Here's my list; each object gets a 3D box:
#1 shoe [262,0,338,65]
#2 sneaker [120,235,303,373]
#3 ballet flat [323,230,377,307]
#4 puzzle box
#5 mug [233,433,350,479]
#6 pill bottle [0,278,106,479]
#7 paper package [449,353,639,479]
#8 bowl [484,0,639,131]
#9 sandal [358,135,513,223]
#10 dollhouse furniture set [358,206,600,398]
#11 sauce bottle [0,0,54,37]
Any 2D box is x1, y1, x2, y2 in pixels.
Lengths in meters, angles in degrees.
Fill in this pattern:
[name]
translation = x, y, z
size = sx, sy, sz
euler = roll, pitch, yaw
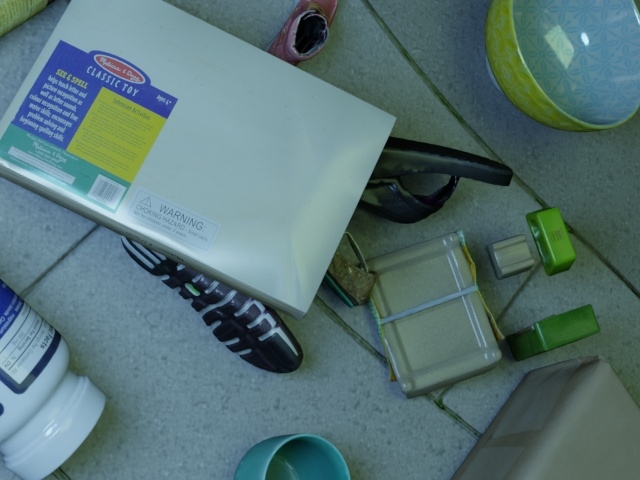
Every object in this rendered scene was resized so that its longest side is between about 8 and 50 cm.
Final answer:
[shoe]
translation = -0.010, -0.294, 1.626
size = 0.063, 0.081, 0.178
euler = 45, 58, -18
[sneaker]
translation = -0.097, 0.023, 1.478
size = 0.281, 0.106, 0.162
euler = 45, 55, -17
[ballet flat]
translation = 0.000, 0.000, 1.566
size = 0.067, 0.073, 0.206
euler = -47, 116, -9
[puzzle box]
translation = -0.146, -0.115, 1.396
size = 0.409, 0.052, 0.272
euler = 27, 72, -3
[mug]
translation = -0.043, 0.314, 1.448
size = 0.129, 0.097, 0.157
euler = 19, 69, -31
[pill bottle]
translation = -0.357, 0.120, 1.242
size = 0.264, 0.153, 0.153
euler = 47, 57, -17
[paper package]
translation = 0.347, 0.383, 1.660
size = 0.309, 0.168, 0.325
euler = 53, 55, -13
[bowl]
translation = 0.345, -0.287, 1.824
size = 0.290, 0.156, 0.289
euler = 9, 73, -33
[sandal]
translation = 0.048, -0.086, 1.595
size = 0.446, 0.167, 0.107
euler = 3, 106, -26
[dollhouse furniture set]
translation = 0.209, 0.091, 1.696
size = 0.302, 0.151, 0.197
euler = -18, 82, -8
[sauce bottle]
translation = -0.357, -0.300, 1.369
size = 0.344, 0.111, 0.111
euler = -42, 103, -34
